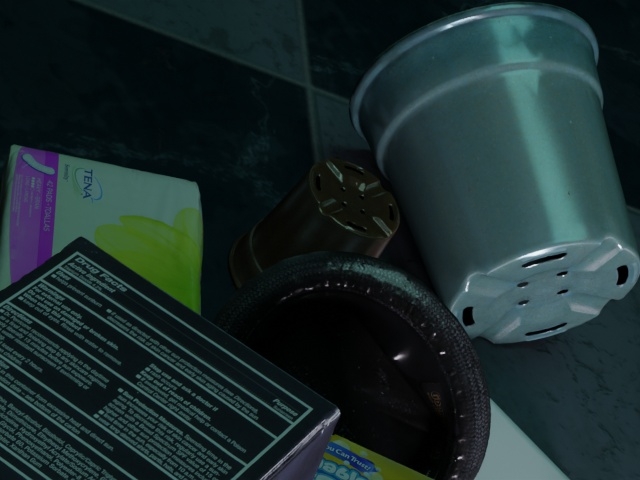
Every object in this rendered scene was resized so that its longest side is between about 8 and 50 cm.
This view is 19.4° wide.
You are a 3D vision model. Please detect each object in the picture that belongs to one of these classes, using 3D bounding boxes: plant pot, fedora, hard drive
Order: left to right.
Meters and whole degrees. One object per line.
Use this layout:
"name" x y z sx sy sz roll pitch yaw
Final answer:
"plant pot" 0.000 0.000 2.229 0.167 0.165 0.167 22 39 -19
"fedora" 0.020 0.166 2.038 0.334 0.334 0.152 32 3 -8
"hard drive" 0.159 0.245 2.203 0.307 0.040 0.203 46 37 11
"plant pot" 0.242 -0.070 2.395 0.341 0.341 0.334 7 54 -35

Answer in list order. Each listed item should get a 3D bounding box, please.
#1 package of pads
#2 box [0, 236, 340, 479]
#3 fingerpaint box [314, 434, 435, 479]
"package of pads" -0.239 0.034 2.011 0.229 0.101 0.297 12 40 -15
"box" -0.194 0.191 1.567 0.296 0.183 0.294 33 39 17
"fingerpaint box" -0.103 0.321 1.741 0.444 0.163 0.371 24 37 3
